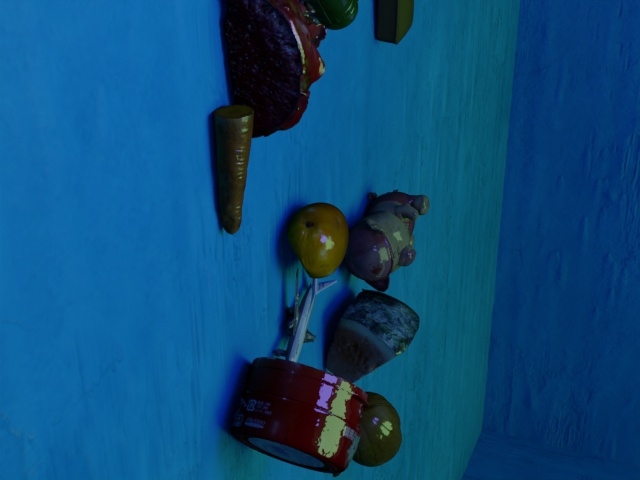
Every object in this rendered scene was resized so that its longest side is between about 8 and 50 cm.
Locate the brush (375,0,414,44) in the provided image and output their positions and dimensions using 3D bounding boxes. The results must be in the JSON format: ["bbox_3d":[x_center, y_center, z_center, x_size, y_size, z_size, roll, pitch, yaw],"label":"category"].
[{"bbox_3d":[0.158,-0.532,2.031,0.123,0.059,0.197,-61,154,-49],"label":"brush"}]

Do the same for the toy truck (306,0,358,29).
[{"bbox_3d":[0.010,-0.459,1.612,0.125,0.101,0.242,-65,161,-7],"label":"toy truck"}]

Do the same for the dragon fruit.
[{"bbox_3d":[-0.053,-0.307,1.463,0.211,0.134,0.262,-65,156,-51],"label":"dragon fruit"}]

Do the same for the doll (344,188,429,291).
[{"bbox_3d":[0.146,0.001,2.128,0.256,0.152,0.196,-48,131,-48],"label":"doll"}]

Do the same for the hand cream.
[{"bbox_3d":[-0.039,0.310,1.671,0.230,0.230,0.149,60,48,-61],"label":"hand cream"}]

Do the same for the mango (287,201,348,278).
[{"bbox_3d":[0.006,-0.002,1.797,0.217,0.102,0.141,9,64,-79],"label":"mango"}]

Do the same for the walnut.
[{"bbox_3d":[0.111,0.442,2.221,0.207,0.167,0.167,67,38,-56],"label":"walnut"}]

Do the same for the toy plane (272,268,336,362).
[{"bbox_3d":[-0.037,0.156,1.840,0.226,0.058,0.226,77,33,-49],"label":"toy plane"}]

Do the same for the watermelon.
[{"bbox_3d":[0.095,0.206,2.137,0.226,0.148,0.318,-48,-177,-1],"label":"watermelon"}]

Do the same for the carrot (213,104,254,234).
[{"bbox_3d":[-0.135,-0.101,1.457,0.061,0.061,0.209,-46,145,-57],"label":"carrot"}]

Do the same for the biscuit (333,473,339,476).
[{"bbox_3d":[0.051,0.512,2.306,0.130,0.019,0.119,64,40,-58],"label":"biscuit"}]
